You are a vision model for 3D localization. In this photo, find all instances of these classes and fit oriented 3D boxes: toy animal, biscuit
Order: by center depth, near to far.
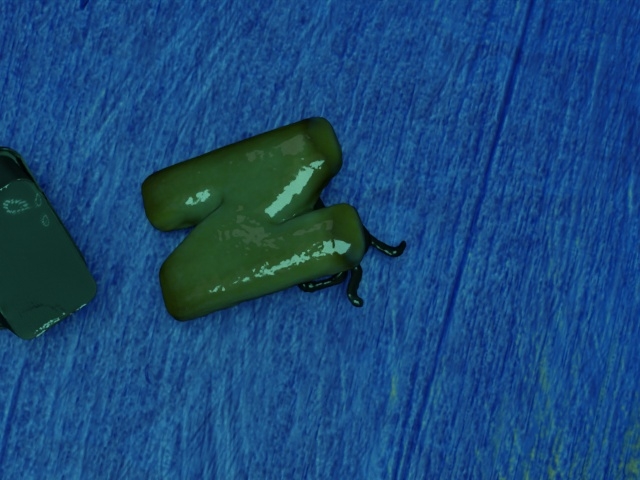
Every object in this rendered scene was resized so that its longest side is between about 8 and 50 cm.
[{"bbox_3d":[-0.096,-0.033,1.845,0.291,0.062,0.236,-17,64,9],"label":"biscuit"},{"bbox_3d":[0.000,0.000,1.897,0.233,0.084,0.148,20,83,1],"label":"toy animal"}]

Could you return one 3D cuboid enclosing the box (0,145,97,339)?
[{"bbox_3d":[-0.405,0.011,1.792,0.163,0.135,0.243,-34,117,-16],"label":"box"}]
